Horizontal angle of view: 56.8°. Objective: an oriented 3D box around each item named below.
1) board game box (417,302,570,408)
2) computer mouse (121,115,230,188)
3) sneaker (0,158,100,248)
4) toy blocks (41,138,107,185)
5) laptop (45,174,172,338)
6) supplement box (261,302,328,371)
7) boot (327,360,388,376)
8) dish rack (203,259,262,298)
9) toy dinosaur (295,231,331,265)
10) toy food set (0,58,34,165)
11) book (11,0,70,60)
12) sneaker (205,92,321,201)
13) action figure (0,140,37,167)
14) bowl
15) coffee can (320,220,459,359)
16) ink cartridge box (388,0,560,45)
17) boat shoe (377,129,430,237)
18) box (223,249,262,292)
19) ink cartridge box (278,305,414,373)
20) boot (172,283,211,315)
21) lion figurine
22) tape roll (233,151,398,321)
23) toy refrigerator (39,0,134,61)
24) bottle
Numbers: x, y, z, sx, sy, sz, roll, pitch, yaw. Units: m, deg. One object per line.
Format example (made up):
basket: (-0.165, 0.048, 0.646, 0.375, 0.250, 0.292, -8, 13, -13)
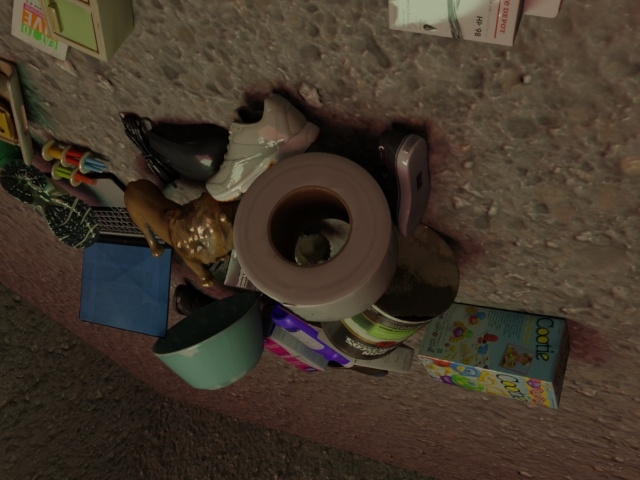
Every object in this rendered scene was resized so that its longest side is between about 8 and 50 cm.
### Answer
board game box: (0.374, 0.241, 1.273, 0.275, 0.144, 0.142, 7, 148, 32)
computer mouse: (-0.263, -0.158, 1.160, 0.272, 0.072, 0.188, 6, 146, 31)
sneaker: (-0.664, -0.098, 1.474, 0.283, 0.110, 0.122, 53, 168, -30)
toy blocks: (-0.564, -0.168, 1.392, 0.148, 0.054, 0.123, 19, 147, 10)
laptop: (-0.610, 0.040, 1.599, 0.382, 0.236, 0.408, 4, 146, 33)
supplement box: (-0.077, 0.287, 1.740, 0.220, 0.114, 0.111, 35, 150, -23)
boot: (0.098, 0.374, 1.784, 0.219, 0.082, 0.106, -8, 136, 43)
dish rack: (-0.172, 0.081, 1.500, 0.271, 0.074, 0.208, 31, 152, -12)
toy dinosaur: (-0.087, -0.005, 1.273, 0.313, 0.121, 0.160, 38, 143, 18)
toy food set: (-0.752, -0.292, 1.235, 0.306, 0.092, 0.220, 22, 137, 7)
book: (-0.462, -0.373, 0.995, 0.096, 0.035, 0.144, 29, 151, -17)
sneaker: (-0.123, -0.165, 1.017, 0.262, 0.099, 0.121, -27, 113, 36)
action figure: (-0.795, -0.229, 1.463, 0.232, 0.063, 0.137, -15, 135, 45)
bowl: (-0.275, 0.286, 1.601, 0.311, 0.311, 0.163, -11, 109, 48)
coffee can: (0.124, 0.105, 1.173, 0.201, 0.202, 0.275, 25, 152, -2)
ink cartridge box: (0.166, -0.275, 0.635, 0.180, 0.060, 0.104, 15, 150, 18)
boat shoe: (0.127, -0.092, 0.971, 0.076, 0.080, 0.228, 28, 158, 25)
box: (-0.137, 0.068, 1.388, 0.162, 0.029, 0.116, 12, 117, -9)
ink cartridge box: (0.045, 0.234, 1.427, 0.261, 0.066, 0.296, 15, 178, -17)
boot: (-0.317, 0.224, 1.866, 0.229, 0.091, 0.263, 4, 150, 24)
lion figurine: (-0.316, -0.044, 1.245, 0.392, 0.142, 0.240, 20, 152, 25)
tape roll: (0.000, 0.000, 0.963, 0.246, 0.246, 0.169, 16, 168, 15)
toy refrigerator: (-0.333, -0.380, 0.811, 0.102, 0.094, 0.269, 25, 153, -1)
bottle: (-0.005, 0.259, 1.651, 0.283, 0.092, 0.118, 40, 160, -26)
